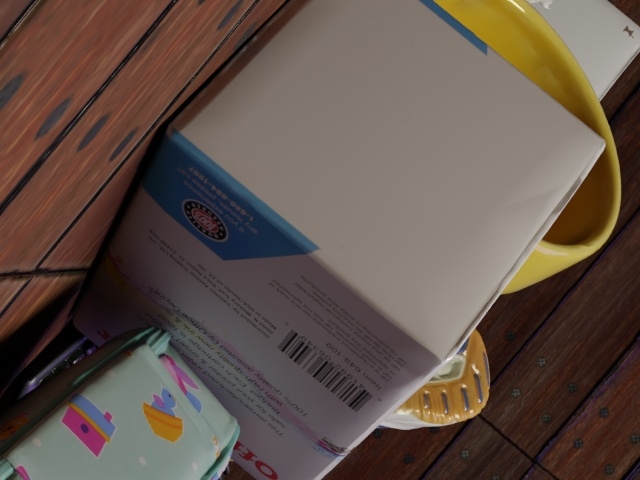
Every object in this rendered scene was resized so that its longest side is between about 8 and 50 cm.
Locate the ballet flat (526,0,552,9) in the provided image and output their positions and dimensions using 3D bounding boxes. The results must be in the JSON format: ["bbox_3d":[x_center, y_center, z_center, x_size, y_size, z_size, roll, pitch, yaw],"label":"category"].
[{"bbox_3d":[0.248,-0.348,1.291,0.409,0.147,0.147,-52,177,32],"label":"ballet flat"}]

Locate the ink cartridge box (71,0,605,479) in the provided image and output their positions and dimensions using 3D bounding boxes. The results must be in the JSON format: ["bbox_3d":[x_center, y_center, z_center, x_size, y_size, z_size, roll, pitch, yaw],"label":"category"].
[{"bbox_3d":[0.000,0.000,0.995,0.197,0.198,0.270,-50,179,-33],"label":"ink cartridge box"}]

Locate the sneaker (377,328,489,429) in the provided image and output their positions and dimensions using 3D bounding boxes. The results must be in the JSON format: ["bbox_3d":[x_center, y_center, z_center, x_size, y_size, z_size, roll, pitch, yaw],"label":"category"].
[{"bbox_3d":[-0.002,0.113,1.272,0.131,0.296,0.112,-13,-108,46],"label":"sneaker"}]

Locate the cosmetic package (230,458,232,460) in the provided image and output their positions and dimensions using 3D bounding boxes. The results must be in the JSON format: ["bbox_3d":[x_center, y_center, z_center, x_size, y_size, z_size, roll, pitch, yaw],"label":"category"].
[{"bbox_3d":[-0.049,0.058,1.607,0.309,0.160,0.113,-53,177,31],"label":"cosmetic package"}]

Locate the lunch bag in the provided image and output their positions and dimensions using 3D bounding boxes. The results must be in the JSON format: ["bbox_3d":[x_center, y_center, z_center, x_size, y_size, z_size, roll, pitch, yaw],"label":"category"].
[{"bbox_3d":[-0.188,0.169,0.907,0.224,0.108,0.279,-32,-176,29],"label":"lunch bag"}]

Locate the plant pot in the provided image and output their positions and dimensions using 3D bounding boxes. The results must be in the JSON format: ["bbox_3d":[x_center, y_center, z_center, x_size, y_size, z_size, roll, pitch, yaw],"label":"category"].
[{"bbox_3d":[0.072,-0.055,1.280,0.239,0.254,0.254,-32,-169,39],"label":"plant pot"}]

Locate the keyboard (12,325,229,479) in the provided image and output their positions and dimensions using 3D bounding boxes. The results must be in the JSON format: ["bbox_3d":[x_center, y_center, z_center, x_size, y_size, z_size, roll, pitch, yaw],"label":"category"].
[{"bbox_3d":[-0.133,0.164,1.198,0.201,0.033,0.317,-48,146,-38],"label":"keyboard"}]

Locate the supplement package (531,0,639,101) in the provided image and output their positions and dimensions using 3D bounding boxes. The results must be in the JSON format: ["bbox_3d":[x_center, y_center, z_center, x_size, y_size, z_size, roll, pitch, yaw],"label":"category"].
[{"bbox_3d":[0.149,-0.148,1.532,0.262,0.204,0.145,-49,179,-28],"label":"supplement package"}]
